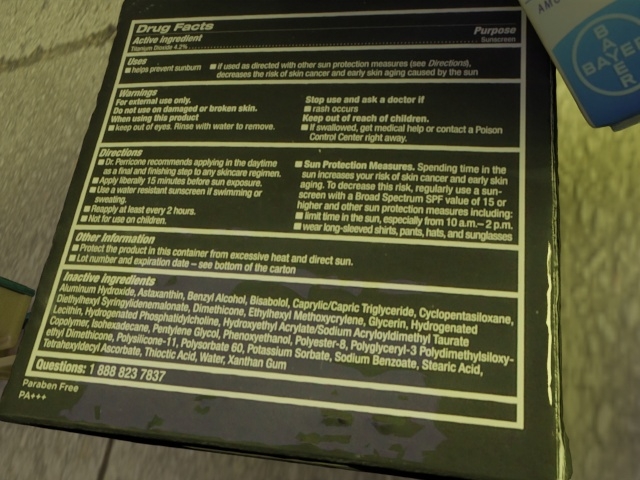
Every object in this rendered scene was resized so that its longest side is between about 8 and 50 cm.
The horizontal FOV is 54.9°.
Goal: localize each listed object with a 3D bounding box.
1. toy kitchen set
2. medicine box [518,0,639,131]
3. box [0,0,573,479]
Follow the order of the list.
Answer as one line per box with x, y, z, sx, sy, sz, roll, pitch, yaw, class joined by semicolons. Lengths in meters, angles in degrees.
-0.377;0.076;0.670;0.207;0.166;0.122;-15;61;25;toy kitchen set
0.192;-0.242;0.266;0.149;0.289;0.263;-40;10;-36;medicine box
0.000;0.000;0.426;0.297;0.182;0.293;3;69;13;box
